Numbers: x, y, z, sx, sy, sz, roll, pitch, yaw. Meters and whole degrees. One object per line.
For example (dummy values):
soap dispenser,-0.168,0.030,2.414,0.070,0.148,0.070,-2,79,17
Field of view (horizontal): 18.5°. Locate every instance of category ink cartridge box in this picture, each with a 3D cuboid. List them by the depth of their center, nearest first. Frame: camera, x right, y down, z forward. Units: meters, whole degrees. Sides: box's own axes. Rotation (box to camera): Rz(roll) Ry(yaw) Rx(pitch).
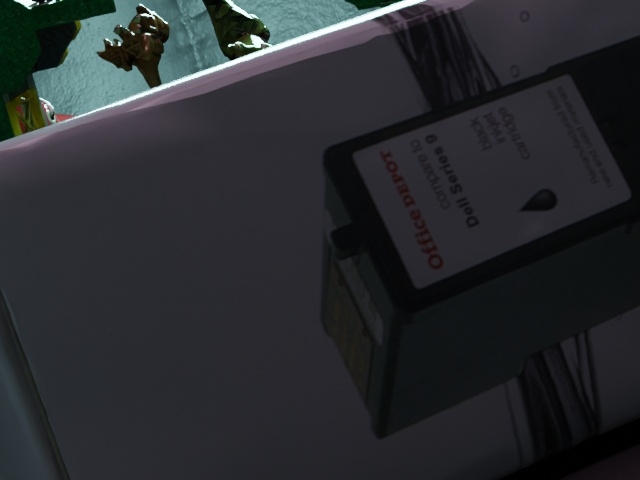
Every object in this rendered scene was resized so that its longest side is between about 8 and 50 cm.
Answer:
ink cartridge box,0.023,-0.003,0.571,0.289,0.121,0.211,-21,4,-20

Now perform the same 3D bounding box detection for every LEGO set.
LEGO set,-0.038,-0.087,1.116,0.331,0.255,0.192,-19,12,19

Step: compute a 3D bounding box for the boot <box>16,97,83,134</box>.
boot,-0.189,-0.093,1.196,0.088,0.176,0.244,20,24,35
